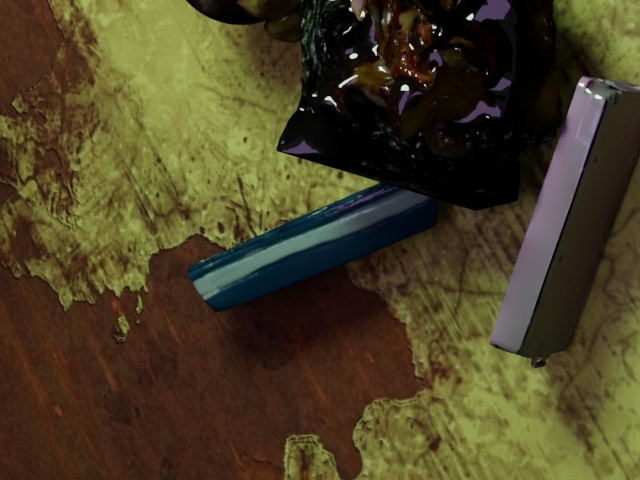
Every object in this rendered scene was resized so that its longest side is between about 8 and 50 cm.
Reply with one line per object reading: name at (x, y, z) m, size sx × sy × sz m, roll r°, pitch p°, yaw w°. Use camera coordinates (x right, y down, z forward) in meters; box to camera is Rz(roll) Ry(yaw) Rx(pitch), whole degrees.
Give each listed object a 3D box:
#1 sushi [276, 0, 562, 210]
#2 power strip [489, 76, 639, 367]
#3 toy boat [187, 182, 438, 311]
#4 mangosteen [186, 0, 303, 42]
sushi at (0.109, -0.171, 1.350) m, size 0.212 × 0.215 × 0.227 m, roll 169°, pitch 115°, yaw -68°
power strip at (0.228, -0.018, 1.364) m, size 0.037 × 0.109 × 0.279 m, roll 26°, pitch 107°, yaw 31°
toy boat at (0.000, 0.000, 1.533) m, size 0.299 × 0.096 × 0.062 m, roll -23°, pitch 91°, yaw 31°
mangosteen at (-0.042, -0.286, 1.492) m, size 0.217 × 0.192 × 0.192 m, roll 37°, pitch 114°, yaw 6°
